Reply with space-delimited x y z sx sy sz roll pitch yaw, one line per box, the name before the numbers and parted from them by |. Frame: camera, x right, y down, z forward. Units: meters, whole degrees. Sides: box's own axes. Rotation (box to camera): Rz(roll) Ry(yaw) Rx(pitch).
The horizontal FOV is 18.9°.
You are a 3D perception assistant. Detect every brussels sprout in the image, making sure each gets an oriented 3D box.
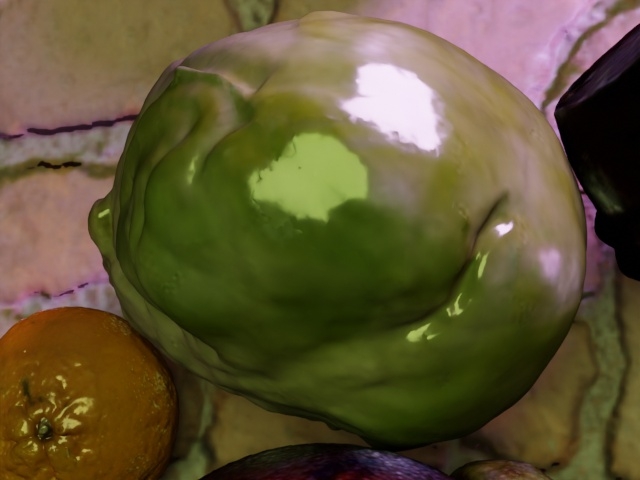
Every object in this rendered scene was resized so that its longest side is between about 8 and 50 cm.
brussels sprout | 0.014 0.000 1.102 0.274 0.316 0.242 4 75 -16

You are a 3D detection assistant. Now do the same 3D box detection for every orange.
orange | -0.154 0.106 1.187 0.136 0.117 0.135 -1 74 4

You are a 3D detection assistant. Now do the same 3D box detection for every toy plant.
toy plant | 0.262 -0.033 1.122 0.218 0.175 0.235 -41 100 7

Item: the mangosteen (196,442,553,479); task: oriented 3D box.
mangosteen | 0.026 0.235 1.030 0.300 0.300 0.300 -3 76 11
